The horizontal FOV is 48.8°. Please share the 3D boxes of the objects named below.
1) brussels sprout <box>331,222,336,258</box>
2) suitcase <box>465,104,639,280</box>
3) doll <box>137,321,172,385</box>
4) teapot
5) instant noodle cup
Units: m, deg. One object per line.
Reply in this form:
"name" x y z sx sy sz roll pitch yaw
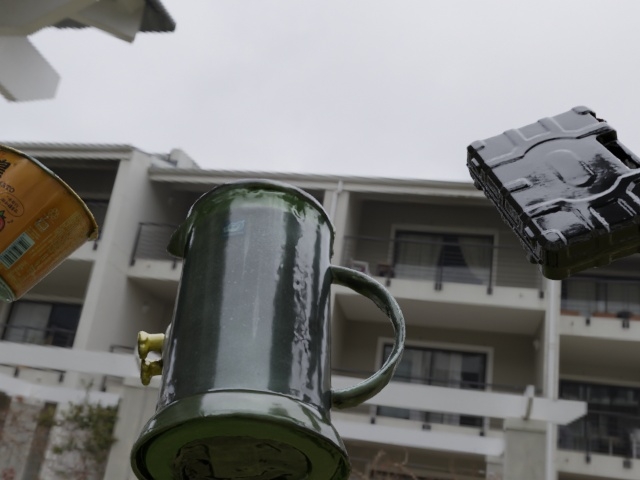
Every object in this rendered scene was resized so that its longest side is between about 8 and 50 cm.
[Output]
"brussels sprout" 0.001 0.001 0.966 0.046 0.051 0.083 -8 19 26
"suitcase" 0.336 -0.075 0.953 0.206 0.285 0.066 -19 -53 0
"doll" -0.155 0.192 1.170 0.296 0.141 0.117 1 16 9
"teapot" -0.045 0.092 0.757 0.270 0.337 0.200 -1 -43 1
"instant noodle cup" -0.489 -0.017 1.111 0.216 0.172 0.216 26 -30 17
